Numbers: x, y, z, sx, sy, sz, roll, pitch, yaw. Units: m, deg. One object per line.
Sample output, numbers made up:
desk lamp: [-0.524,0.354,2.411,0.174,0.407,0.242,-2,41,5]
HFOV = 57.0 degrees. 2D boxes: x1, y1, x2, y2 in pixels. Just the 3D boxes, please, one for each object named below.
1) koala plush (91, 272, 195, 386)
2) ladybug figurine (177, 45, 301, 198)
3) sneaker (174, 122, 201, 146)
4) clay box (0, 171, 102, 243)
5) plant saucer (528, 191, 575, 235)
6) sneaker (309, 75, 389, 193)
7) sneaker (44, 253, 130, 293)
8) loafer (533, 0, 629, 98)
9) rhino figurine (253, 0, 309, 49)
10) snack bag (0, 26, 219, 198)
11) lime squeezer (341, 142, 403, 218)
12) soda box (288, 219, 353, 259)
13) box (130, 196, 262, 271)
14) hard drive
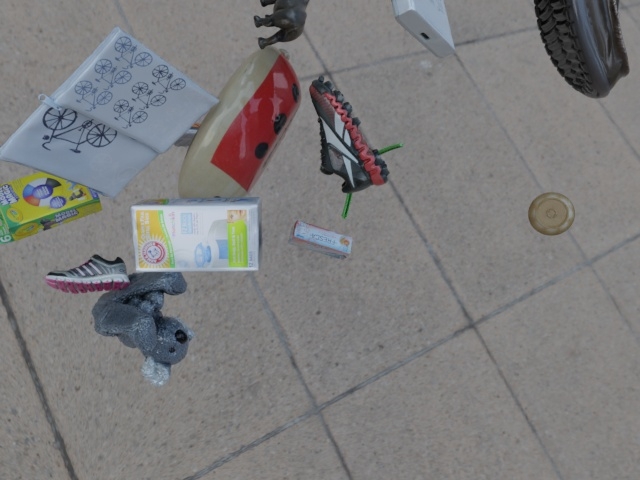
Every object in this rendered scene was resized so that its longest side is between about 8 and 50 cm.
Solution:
koala plush: [-0.372,0.197,1.315,0.221,0.204,0.196,58,36,-36]
ladybug figurine: [-0.181,-0.267,1.441,0.162,0.305,0.449,30,88,-2]
sneaker: [-0.465,-0.392,1.795,0.321,0.125,0.179,-1,77,-49]
clay box: [-0.613,-0.086,1.291,0.222,0.053,0.127,-24,62,-25]
plant saucer: [0.437,-0.051,1.115,0.084,0.015,0.083,-1,88,18]
sneaker: [0.036,-0.220,1.297,0.135,0.097,0.276,-29,106,11]
sneaker: [-0.496,0.067,1.262,0.171,0.063,0.074,-2,61,-10]
loafer: [0.343,-0.366,0.748,0.130,0.134,0.365,-18,104,7]
rhino figurine: [-0.076,-0.514,1.292,0.107,0.073,0.243,-7,49,14]
snack bag: [-0.402,-0.222,1.150,0.343,0.323,0.037,-39,69,10]
lime squeezer: [0.130,-0.213,1.799,0.059,0.310,0.109,20,37,-27]
soda box: [0.000,0.000,1.756,0.183,0.063,0.058,18,65,-12]
box: [-0.202,-0.012,0.990,0.203,0.103,0.114,0,101,-2]
hard drive: [0.178,-0.570,1.186,0.233,0.047,0.352,7,70,-57]
